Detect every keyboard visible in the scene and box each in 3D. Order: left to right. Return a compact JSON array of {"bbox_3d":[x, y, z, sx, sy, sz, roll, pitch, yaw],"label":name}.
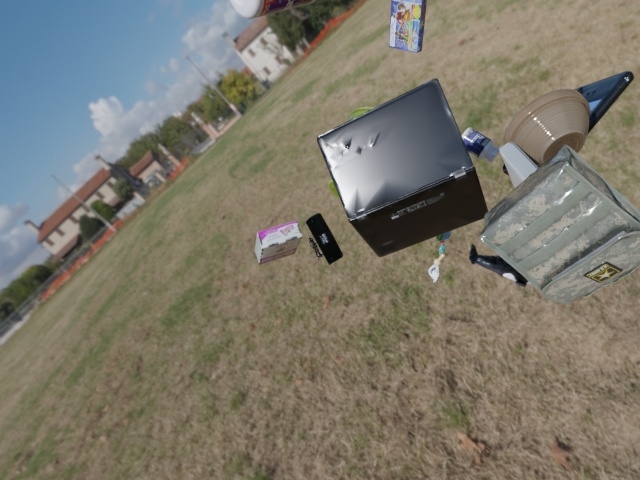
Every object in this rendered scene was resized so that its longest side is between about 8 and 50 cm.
[{"bbox_3d":[0.000,0.000,1.617,0.100,0.192,0.038,-29,1,-23],"label":"keyboard"}]

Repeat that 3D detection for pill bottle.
[{"bbox_3d":[-0.117,-0.801,1.315,0.323,0.181,0.182,-30,13,-26],"label":"pill bottle"},{"bbox_3d":[0.697,-0.414,1.896,0.094,0.169,0.094,-46,-18,-20],"label":"pill bottle"}]

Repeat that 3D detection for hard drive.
[{"bbox_3d":[0.631,-0.101,1.244,0.047,0.353,0.233,-34,47,16],"label":"hard drive"}]

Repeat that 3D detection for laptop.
[{"bbox_3d":[0.260,-0.191,1.328,0.382,0.408,0.236,-22,53,18],"label":"laptop"}]

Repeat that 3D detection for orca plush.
[{"bbox_3d":[0.686,0.071,1.575,0.151,0.287,0.102,-62,-3,-63],"label":"orca plush"}]

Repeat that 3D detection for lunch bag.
[{"bbox_3d":[0.527,-0.009,0.912,0.235,0.287,0.169,-49,-1,37],"label":"lunch bag"}]

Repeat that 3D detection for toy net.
[{"bbox_3d":[0.450,0.045,1.668,0.122,0.045,0.232,-65,-13,-75],"label":"toy net"}]

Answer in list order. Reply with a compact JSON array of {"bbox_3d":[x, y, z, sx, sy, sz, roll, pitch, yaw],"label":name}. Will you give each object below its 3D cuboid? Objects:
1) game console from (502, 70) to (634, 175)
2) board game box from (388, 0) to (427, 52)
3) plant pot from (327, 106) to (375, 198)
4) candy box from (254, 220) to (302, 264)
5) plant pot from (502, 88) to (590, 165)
[{"bbox_3d":[0.813,-0.379,1.474,0.386,0.060,0.342,-51,3,3],"label":"game console"},{"bbox_3d":[0.318,-0.809,1.594,0.136,0.201,0.035,31,49,34],"label":"board game box"},{"bbox_3d":[0.214,-0.344,1.965,0.366,0.367,0.352,0,58,62],"label":"plant pot"},{"bbox_3d":[-0.169,0.012,1.689,0.159,0.071,0.233,-17,-14,-17],"label":"candy box"},{"bbox_3d":[0.644,-0.286,1.202,0.237,0.237,0.109,-34,48,23],"label":"plant pot"}]
